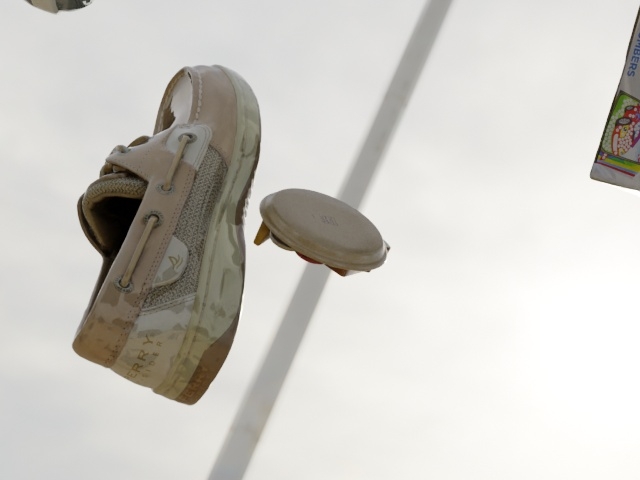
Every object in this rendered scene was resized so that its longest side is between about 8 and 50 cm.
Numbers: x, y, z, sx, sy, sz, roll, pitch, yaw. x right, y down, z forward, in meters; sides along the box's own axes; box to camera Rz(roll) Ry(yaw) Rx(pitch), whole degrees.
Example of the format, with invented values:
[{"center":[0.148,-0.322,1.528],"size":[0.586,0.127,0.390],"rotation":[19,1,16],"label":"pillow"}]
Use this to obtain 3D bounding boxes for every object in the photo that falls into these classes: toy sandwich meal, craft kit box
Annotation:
[{"center":[0.000,0.000,0.922],"size":[0.085,0.085,0.029],"rotation":[24,-65,-1],"label":"toy sandwich meal"},{"center":[0.308,-0.151,1.362],"size":[0.061,0.247,0.250],"rotation":[20,6,24],"label":"craft kit box"}]

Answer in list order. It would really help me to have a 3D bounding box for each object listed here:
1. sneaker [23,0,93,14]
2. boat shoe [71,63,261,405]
[{"center":[-0.063,-0.223,0.958],"size":[0.178,0.124,0.295],"rotation":[25,-45,-4],"label":"sneaker"},{"center":[-0.116,-0.031,1.214],"size":[0.110,0.341,0.122],"rotation":[20,-55,-17],"label":"boat shoe"}]
